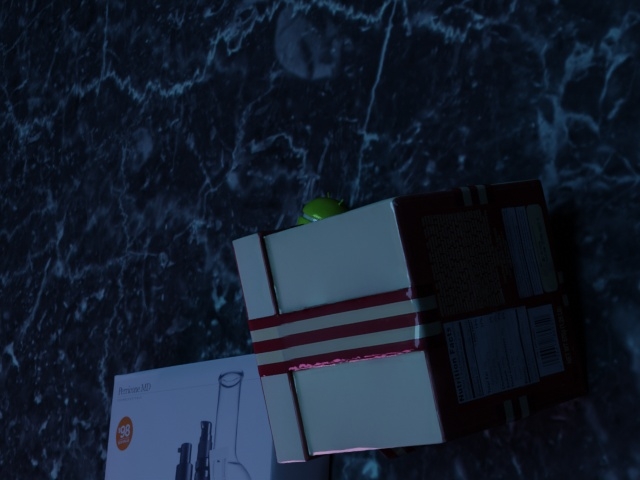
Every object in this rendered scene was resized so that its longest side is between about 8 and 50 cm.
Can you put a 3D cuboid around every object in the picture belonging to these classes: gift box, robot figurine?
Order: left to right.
[{"bbox_3d":[0.000,0.000,1.549,0.101,0.067,0.115,29,102,60],"label":"robot figurine"},{"bbox_3d":[0.090,0.087,1.270,0.258,0.276,0.255,-15,81,45],"label":"gift box"}]

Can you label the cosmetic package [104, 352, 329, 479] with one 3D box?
[{"bbox_3d":[-0.140,0.298,1.615,0.377,0.097,0.285,-15,65,49],"label":"cosmetic package"}]
